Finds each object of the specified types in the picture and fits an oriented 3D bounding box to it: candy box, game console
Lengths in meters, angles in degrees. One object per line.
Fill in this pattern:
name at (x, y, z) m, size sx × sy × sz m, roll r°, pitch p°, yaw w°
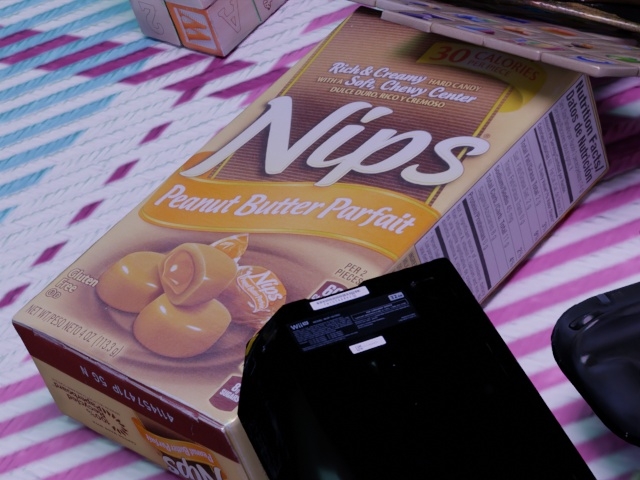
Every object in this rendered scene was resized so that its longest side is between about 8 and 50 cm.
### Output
candy box at (0.000, 0.000, 1.040) m, size 0.183 × 0.087 × 0.316 m, roll 21°, pitch 55°, yaw 39°
game console at (0.152, 0.077, 0.872) m, size 0.361 × 0.044 × 0.213 m, roll -16°, pitch 48°, yaw -16°

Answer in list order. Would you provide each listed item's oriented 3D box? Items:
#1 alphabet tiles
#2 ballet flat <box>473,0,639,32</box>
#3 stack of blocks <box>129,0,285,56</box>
alphabet tiles at (0.130, -0.129, 1.104) m, size 0.237 × 0.009 × 0.198 m, roll 21°, pitch 18°, yaw 40°
ballet flat at (0.162, -0.187, 1.098) m, size 0.349 × 0.123 × 0.123 m, roll 15°, pitch 49°, yaw 13°
stack of blocks at (-0.089, -0.301, 1.259) m, size 0.087 × 0.297 × 0.171 m, roll 20°, pitch 53°, yaw 38°
